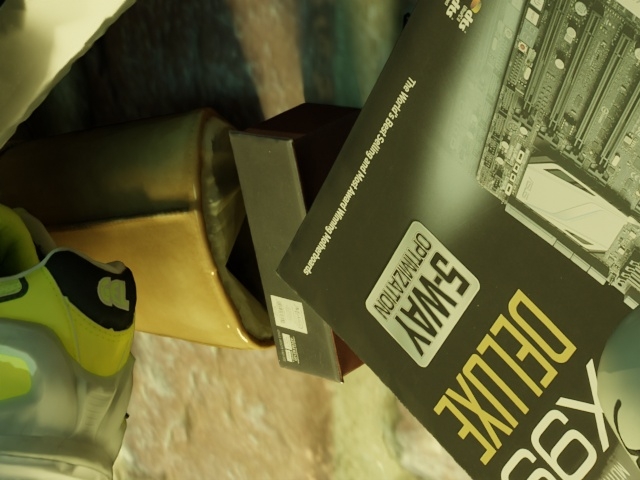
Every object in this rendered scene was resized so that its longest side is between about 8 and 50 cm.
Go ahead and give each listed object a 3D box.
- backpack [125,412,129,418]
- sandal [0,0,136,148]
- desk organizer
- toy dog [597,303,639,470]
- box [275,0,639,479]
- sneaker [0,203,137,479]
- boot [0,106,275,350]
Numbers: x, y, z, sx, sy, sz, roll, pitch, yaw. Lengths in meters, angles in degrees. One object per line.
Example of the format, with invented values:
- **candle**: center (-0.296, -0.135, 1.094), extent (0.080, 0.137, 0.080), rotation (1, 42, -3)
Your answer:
- **backpack**: center (-0.183, 0.112, 1.089), extent (0.120, 0.098, 0.101), rotation (115, 147, -46)
- **sandal**: center (-0.156, -0.135, 0.797), extent (0.107, 0.167, 0.446), rotation (36, 125, -22)
- **desk organizer**: center (0.000, 0.000, 0.848), extent (0.047, 0.050, 0.130), rotation (10, 119, 46)
- **toy dog**: center (0.218, -0.022, 0.425), extent (0.220, 0.161, 0.333), rotation (35, 108, 13)
- **box**: center (0.131, -0.008, 0.674), extent (0.242, 0.076, 0.307), rotation (47, 139, 17)
- **sneaker**: center (-0.214, 0.040, 0.946), extent (0.385, 0.145, 0.147), rotation (22, 90, 46)
- **boot**: center (-0.141, -0.054, 0.957), extent (0.270, 0.089, 0.236), rotation (-1, 117, 47)
